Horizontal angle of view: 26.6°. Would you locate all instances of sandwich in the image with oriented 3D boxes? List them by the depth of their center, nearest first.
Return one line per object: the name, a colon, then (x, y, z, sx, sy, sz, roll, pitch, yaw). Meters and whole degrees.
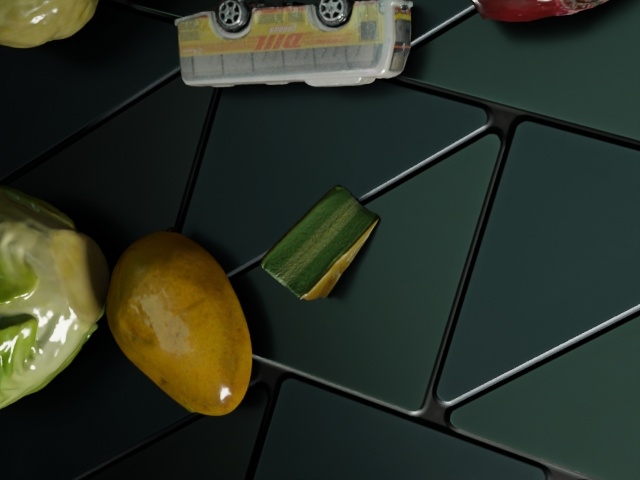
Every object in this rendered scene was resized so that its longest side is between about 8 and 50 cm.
sandwich: (0.000, 0.000, 1.506, 0.074, 0.074, 0.116, 38, 101, 17)

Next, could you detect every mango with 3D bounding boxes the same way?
mango: (-0.161, 0.099, 1.547, 0.147, 0.109, 0.227, -25, 78, -7)

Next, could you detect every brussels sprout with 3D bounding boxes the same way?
brussels sprout: (-0.401, 0.069, 1.580, 0.294, 0.227, 0.260, -16, 97, 12)

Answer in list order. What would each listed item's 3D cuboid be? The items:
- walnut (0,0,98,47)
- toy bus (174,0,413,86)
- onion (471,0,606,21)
walnut: (-0.357, -0.378, 1.560, 0.277, 0.253, 0.282, 43, 103, 19)
toy bus: (-0.030, -0.225, 1.522, 0.268, 0.092, 0.106, 0, 97, 20)
onion: (0.212, -0.342, 1.377, 0.206, 0.207, 0.216, -33, 71, 13)
